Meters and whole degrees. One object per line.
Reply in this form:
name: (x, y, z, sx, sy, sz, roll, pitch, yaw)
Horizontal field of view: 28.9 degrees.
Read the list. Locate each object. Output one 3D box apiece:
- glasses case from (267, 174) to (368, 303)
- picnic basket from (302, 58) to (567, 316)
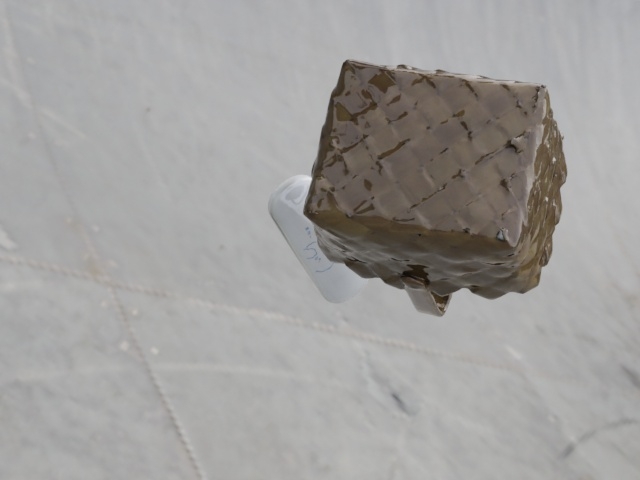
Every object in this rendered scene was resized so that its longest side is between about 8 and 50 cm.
glasses case: (0.000, 0.000, 1.895, 0.059, 0.092, 0.233, 40, -17, 54)
picnic basket: (0.139, -0.058, 1.469, 0.291, 0.254, 0.321, 11, -12, 16)
